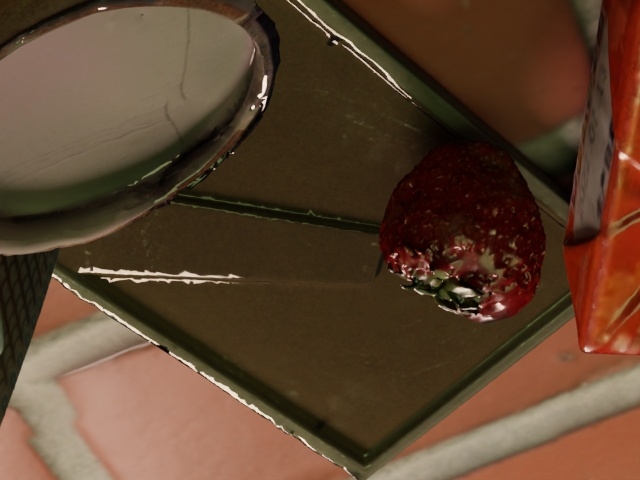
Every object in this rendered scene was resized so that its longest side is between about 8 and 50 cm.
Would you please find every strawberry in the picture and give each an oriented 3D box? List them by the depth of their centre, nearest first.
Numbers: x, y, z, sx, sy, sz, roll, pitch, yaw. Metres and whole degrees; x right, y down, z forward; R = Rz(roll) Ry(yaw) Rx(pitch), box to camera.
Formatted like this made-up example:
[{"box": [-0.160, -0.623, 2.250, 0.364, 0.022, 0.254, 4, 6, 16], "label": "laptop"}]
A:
[{"box": [0.086, -0.006, 1.041, 0.106, 0.106, 0.106, -5, 129, -6], "label": "strawberry"}]

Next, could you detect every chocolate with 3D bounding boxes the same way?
[{"box": [0.262, -0.058, 1.036, 0.237, 0.108, 0.235, -3, 125, -9], "label": "chocolate"}]

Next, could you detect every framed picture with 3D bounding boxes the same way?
[{"box": [0.000, 0.000, 1.100, 0.247, 0.022, 0.335, -41, 123, 21], "label": "framed picture"}]

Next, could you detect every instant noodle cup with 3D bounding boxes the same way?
[{"box": [-0.136, -0.124, 0.811, 0.217, 0.207, 0.217, -23, 152, -13], "label": "instant noodle cup"}]

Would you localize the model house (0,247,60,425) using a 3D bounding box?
[{"box": [-0.247, 0.004, 0.930, 0.215, 0.224, 0.198, -22, 117, 17], "label": "model house"}]
